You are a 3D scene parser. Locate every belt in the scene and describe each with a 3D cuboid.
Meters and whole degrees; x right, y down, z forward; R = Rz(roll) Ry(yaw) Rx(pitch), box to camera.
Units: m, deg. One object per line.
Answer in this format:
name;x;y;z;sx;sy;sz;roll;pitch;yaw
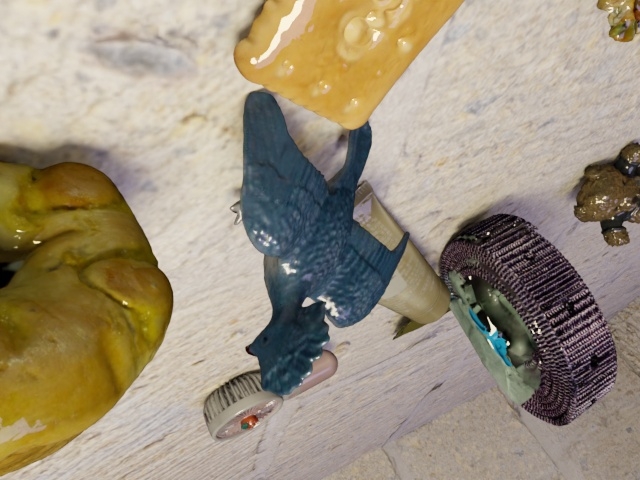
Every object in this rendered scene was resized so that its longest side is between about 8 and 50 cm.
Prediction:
belt;0.315;0.122;0.902;0.122;0.325;0.260;-27;171;-17

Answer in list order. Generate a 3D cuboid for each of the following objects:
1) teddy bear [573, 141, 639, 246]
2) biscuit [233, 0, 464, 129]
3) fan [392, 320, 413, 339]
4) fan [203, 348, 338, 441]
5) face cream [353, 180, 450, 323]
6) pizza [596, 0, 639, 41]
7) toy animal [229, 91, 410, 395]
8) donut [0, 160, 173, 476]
teddy bear;0.549;-0.079;1.039;0.251;0.182;0.129;0;-179;-25
biscuit;0.060;-0.193;0.414;0.250;0.030;0.160;-48;149;21
fan;0.279;0.111;1.135;0.335;0.011;0.229;-33;163;17
fan;-0.079;0.255;0.976;0.244;0.074;0.130;-24;151;-17
face cream;0.088;0.037;0.800;0.137;0.084;0.341;-41;144;11
pizza;0.350;-0.277;0.564;0.226;0.069;0.147;-19;129;-31
toy animal;0.000;0.000;0.508;0.255;0.176;0.239;-56;136;-7
donut;-0.222;0.043;0.332;0.261;0.208;0.128;3;137;-42
